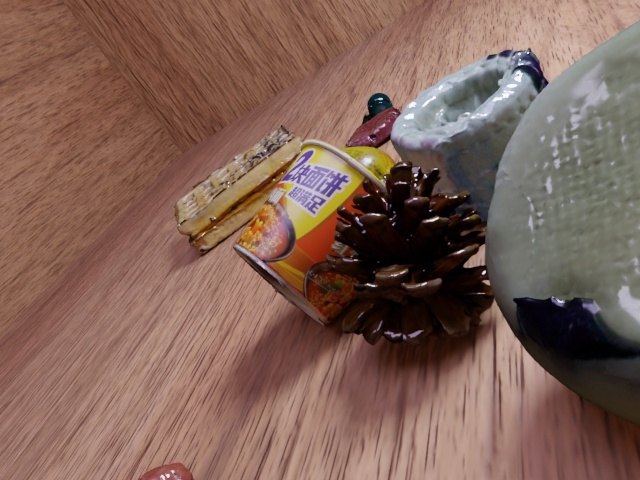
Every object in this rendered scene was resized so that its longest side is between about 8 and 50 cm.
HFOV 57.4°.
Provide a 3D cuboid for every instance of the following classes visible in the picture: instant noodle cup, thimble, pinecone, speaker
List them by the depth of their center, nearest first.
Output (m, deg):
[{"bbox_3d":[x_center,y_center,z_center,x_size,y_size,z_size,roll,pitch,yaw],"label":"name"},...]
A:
[{"bbox_3d":[0.093,0.014,0.617,0.179,0.195,0.150,-4,-14,17],"label":"pinecone"},{"bbox_3d":[0.000,0.000,0.780,0.174,0.213,0.213,-49,23,-9],"label":"instant noodle cup"},{"bbox_3d":[0.212,-0.139,0.795,0.237,0.150,0.237,-31,22,14],"label":"thimble"},{"bbox_3d":[0.131,-0.320,1.440,0.094,0.060,0.075,-31,20,14],"label":"speaker"}]

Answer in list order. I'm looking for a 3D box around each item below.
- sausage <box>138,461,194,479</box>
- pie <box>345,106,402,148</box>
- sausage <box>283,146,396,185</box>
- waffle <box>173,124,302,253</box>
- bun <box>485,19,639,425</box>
[{"bbox_3d":[-0.174,0.291,0.578,0.076,0.076,0.141,-14,29,46],"label":"sausage"},{"bbox_3d":[0.120,-0.249,1.335,0.153,0.038,0.154,-33,20,14],"label":"pie"},{"bbox_3d":[0.032,-0.099,1.028,0.123,0.123,0.347,-43,22,-18],"label":"sausage"},{"bbox_3d":[-0.197,-0.138,1.489,0.376,0.114,0.261,-36,20,-1],"label":"waffle"},{"bbox_3d":[0.266,-0.011,0.387,0.293,0.187,0.293,-31,48,41],"label":"bun"}]
